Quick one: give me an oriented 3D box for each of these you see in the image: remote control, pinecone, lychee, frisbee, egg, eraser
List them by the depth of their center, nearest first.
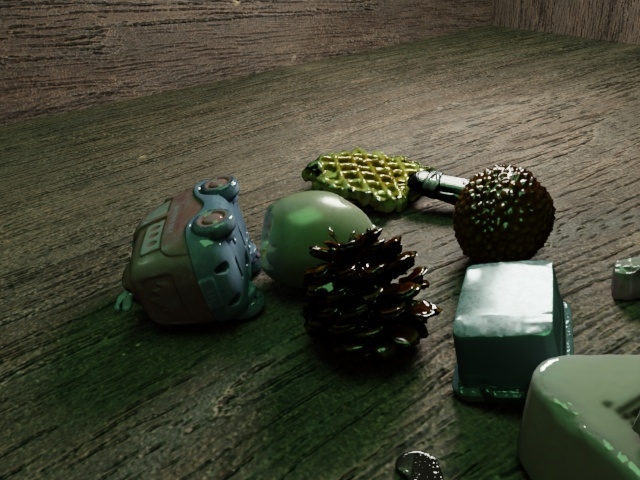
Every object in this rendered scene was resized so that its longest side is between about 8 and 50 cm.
[{"bbox_3d":[0.372,0.241,0.577,0.332,0.149,0.331,-4,30,2],"label":"eraser"},{"bbox_3d":[0.126,0.332,0.585,0.187,0.012,0.211,-25,37,-30],"label":"frisbee"},{"bbox_3d":[0.069,0.076,0.837,0.222,0.221,0.221,-3,31,2],"label":"pinecone"},{"bbox_3d":[0.000,0.000,0.997,0.217,0.183,0.183,6,29,-14],"label":"egg"},{"bbox_3d":[0.346,-0.051,1.020,0.200,0.200,0.238,17,59,30],"label":"lychee"},{"bbox_3d":[0.326,-0.113,1.211,0.266,0.066,0.090,19,33,14],"label":"remote control"}]

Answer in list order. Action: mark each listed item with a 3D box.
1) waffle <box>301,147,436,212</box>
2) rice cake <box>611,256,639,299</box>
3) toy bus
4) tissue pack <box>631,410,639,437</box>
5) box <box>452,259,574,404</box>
[{"bbox_3d":[0.124,-0.159,1.354,0.297,0.073,0.317,23,32,28],"label":"waffle"},{"bbox_3d":[0.678,0.044,0.949,0.365,0.072,0.056,-8,28,-7],"label":"rice cake"},{"bbox_3d":[-0.236,0.026,0.976,0.232,0.197,0.294,-15,33,2],"label":"toy bus"},{"bbox_3d":[0.425,0.133,0.468,0.209,0.156,0.148,-13,35,-20],"label":"tissue pack"},{"bbox_3d":[0.280,0.130,0.792,0.162,0.130,0.227,-6,28,27],"label":"box"}]
